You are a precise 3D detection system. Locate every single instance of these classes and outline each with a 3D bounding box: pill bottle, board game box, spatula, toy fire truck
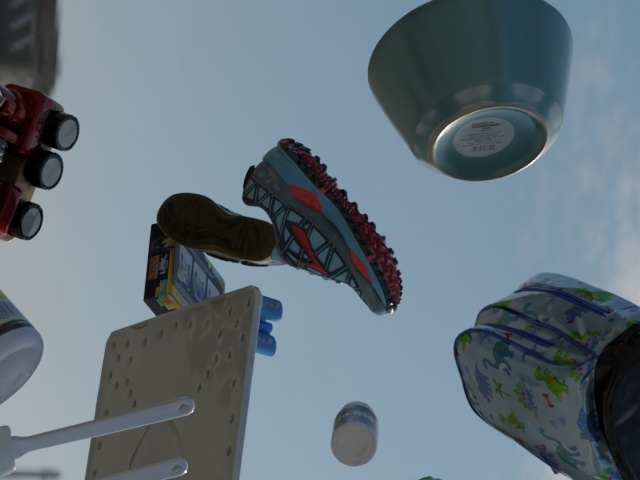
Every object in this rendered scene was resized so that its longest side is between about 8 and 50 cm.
[{"bbox_3d":[0.059,0.321,2.572,0.137,0.078,0.078,-75,173,-78],"label":"pill bottle"},{"bbox_3d":[-0.183,0.277,1.879,0.390,0.050,0.390,-19,-121,53],"label":"board game box"},{"bbox_3d":[-0.199,0.074,2.257,0.170,0.048,0.141,57,27,-46],"label":"board game box"},{"bbox_3d":[-0.219,0.219,1.305,0.019,0.242,0.168,-138,-140,-60],"label":"spatula"},{"bbox_3d":[-0.459,-0.127,2.149,0.246,0.158,0.217,37,72,-62],"label":"toy fire truck"},{"bbox_3d":[-0.383,0.066,1.526,0.215,0.117,0.117,44,-39,18],"label":"pill bottle"}]

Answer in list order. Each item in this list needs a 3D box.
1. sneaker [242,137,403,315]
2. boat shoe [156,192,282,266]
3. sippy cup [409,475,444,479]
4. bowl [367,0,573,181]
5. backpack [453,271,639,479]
[{"bbox_3d":[0.000,0.000,1.972,0.125,0.262,0.104,-39,174,21],"label":"sneaker"},{"bbox_3d":[-0.134,-0.006,2.154,0.223,0.073,0.080,17,-106,36],"label":"boat shoe"},{"bbox_3d":[0.127,0.559,2.803,0.240,0.224,0.306,-157,-112,-62],"label":"sippy cup"},{"bbox_3d":[0.233,-0.201,2.237,0.311,0.311,0.163,114,-27,-50],"label":"bowl"},{"bbox_3d":[0.355,0.187,2.134,0.355,0.273,0.290,54,-11,56],"label":"backpack"}]
